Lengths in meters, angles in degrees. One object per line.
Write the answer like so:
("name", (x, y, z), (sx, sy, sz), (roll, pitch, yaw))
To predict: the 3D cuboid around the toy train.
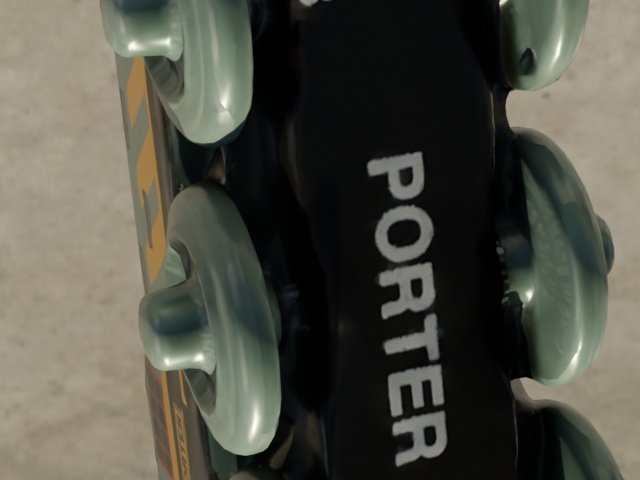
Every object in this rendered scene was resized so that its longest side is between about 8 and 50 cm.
("toy train", (0.000, 0.000, 0.564), (0.142, 0.190, 0.333), (-12, 108, -17))
